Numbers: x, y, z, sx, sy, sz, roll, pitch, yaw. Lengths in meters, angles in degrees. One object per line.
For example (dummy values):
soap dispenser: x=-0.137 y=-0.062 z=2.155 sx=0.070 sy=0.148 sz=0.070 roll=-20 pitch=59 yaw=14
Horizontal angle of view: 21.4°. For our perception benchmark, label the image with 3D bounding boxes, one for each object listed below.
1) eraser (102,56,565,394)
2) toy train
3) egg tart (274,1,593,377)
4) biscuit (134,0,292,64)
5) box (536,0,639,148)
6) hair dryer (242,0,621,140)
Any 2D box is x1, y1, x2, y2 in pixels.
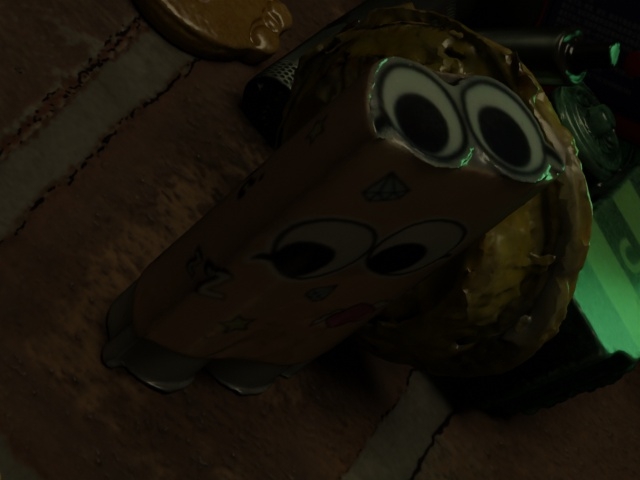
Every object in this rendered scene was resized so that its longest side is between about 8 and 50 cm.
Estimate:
eraser: x=0.000 y=0.000 z=1.098 sx=0.171 sy=0.290 sz=0.087 roll=9 pitch=54 yaw=-40
toy train: x=0.178 y=0.002 z=1.380 sx=0.238 sy=0.167 sz=0.299 roll=60 pitch=34 yaw=-3
egg tart: x=0.062 y=-0.028 z=1.202 sx=0.095 sy=0.279 sz=0.279 roll=-20 pitch=75 yaw=-52
biscuit: x=-0.122 y=-0.245 z=1.386 sx=0.249 sy=0.035 sz=0.184 roll=54 pitch=39 yaw=4
box: x=0.424 y=-0.190 z=1.577 sx=0.318 sy=0.257 sz=0.348 roll=3 pitch=20 yaw=-40
hair dryer: x=0.131 y=-0.158 z=1.408 sx=0.284 sy=0.156 sz=0.320 roll=14 pitch=37 yaw=22
